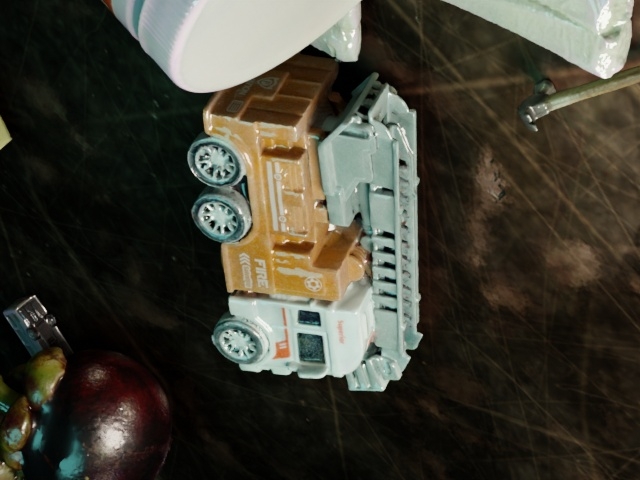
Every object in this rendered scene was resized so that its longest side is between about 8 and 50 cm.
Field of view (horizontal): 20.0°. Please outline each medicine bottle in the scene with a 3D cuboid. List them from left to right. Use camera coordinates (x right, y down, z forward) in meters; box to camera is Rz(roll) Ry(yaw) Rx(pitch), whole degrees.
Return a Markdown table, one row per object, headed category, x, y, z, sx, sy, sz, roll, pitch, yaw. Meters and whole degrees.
| category | x | y | z | sx | sy | sz | roll | pitch | yaw |
| --- | --- | --- | --- | --- | --- | --- | --- | --- | --- |
| medicine bottle | -0.079 | -0.274 | 1.305 | 0.241 | 0.252 | 0.252 | 49 | 145 | 12 |

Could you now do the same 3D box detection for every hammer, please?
| category | x | y | z | sx | sy | sz | roll | pitch | yaw |
| --- | --- | --- | --- | --- | --- | --- | --- | --- | --- |
| hammer | 0.220 | -0.118 | 1.357 | 0.182 | 0.062 | 0.017 | -16 | 113 | 44 |

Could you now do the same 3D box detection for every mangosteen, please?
| category | x | y | z | sx | sy | sz | roll | pitch | yaw |
| --- | --- | --- | --- | --- | --- | --- | --- | --- | --- |
| mangosteen | -0.280 | 0.204 | 2.038 | 0.231 | 0.194 | 0.194 | 24 | 148 | -16 |

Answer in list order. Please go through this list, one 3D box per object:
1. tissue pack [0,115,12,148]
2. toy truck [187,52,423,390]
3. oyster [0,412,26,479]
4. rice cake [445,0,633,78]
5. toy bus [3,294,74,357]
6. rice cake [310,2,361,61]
| category | x | y | z | sx | sy | sz | roll | pitch | yaw |
| --- | --- | --- | --- | --- | --- | --- | --- | --- | --- |
| tissue pack | -0.444 | -0.178 | 1.897 | 0.159 | 0.125 | 0.234 | 13 | 133 | 38 |
| toy truck | 0.000 | 0.000 | 1.625 | 0.184 | 0.133 | 0.338 | 9 | 130 | 19 |
| oyster | -0.344 | 0.256 | 2.165 | 0.111 | 0.204 | 0.396 | -29 | 144 | 35 |
| rice cake | 0.136 | -0.200 | 1.367 | 0.222 | 0.042 | 0.080 | 29 | 136 | 24 |
| toy bus | -0.322 | 0.126 | 2.144 | 0.052 | 0.037 | 0.130 | -11 | 116 | 52 |
| rice cake | -0.048 | -0.258 | 1.499 | 0.198 | 0.037 | 0.189 | 26 | 140 | 25 |
